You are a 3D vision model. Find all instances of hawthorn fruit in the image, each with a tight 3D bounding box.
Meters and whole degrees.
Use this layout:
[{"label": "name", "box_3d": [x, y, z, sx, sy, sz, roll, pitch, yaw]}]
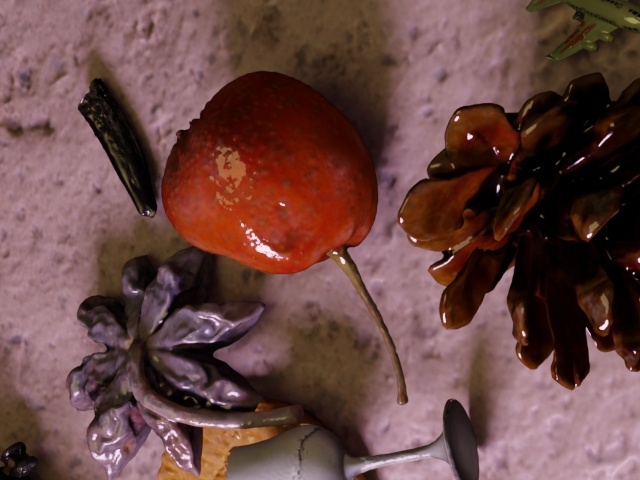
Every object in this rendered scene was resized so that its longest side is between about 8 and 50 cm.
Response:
[{"label": "hawthorn fruit", "box_3d": [0.000, 0.000, 1.353, 0.285, 0.165, 0.165, 50, 121, 4]}]

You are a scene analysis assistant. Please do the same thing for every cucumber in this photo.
[{"label": "cucumber", "box_3d": [-0.174, -0.081, 1.510, 0.034, 0.033, 0.135, -32, 82, 0]}]

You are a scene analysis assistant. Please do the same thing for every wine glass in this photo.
[{"label": "wine glass", "box_3d": [0.023, 0.181, 1.376, 0.195, 0.079, 0.079, -14, 91, 20]}]

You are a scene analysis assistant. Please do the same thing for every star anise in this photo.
[{"label": "star anise", "box_3d": [-0.131, 0.106, 1.471, 0.262, 0.081, 0.230, 25, 87, 37]}]

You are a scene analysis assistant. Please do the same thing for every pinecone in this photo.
[{"label": "pinecone", "box_3d": [0.181, -0.005, 1.190, 0.229, 0.202, 0.201, -37, 68, 12]}]

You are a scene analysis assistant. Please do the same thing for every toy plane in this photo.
[{"label": "toy plane", "box_3d": [0.201, -0.172, 1.242, 0.111, 0.040, 0.102, 26, 114, 26]}]

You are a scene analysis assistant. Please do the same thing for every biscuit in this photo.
[{"label": "biscuit", "box_3d": [-0.037, 0.208, 1.474, 0.224, 0.033, 0.145, 23, 106, 26]}]

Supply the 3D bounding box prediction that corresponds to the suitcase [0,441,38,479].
[{"label": "suitcase", "box_3d": [-0.324, 0.362, 1.633, 0.202, 0.128, 0.312, 45, 119, 18]}]
